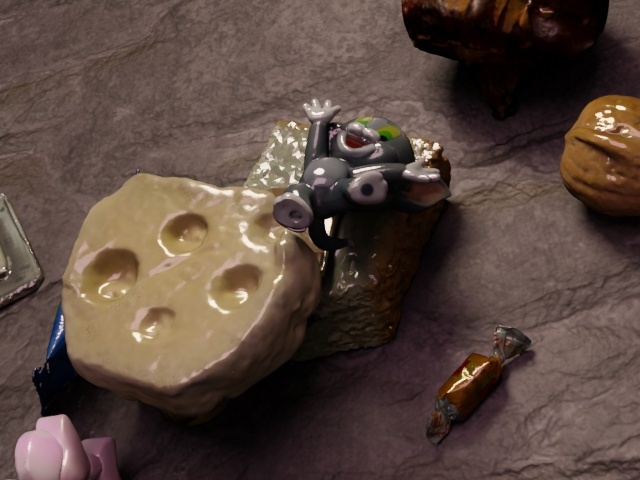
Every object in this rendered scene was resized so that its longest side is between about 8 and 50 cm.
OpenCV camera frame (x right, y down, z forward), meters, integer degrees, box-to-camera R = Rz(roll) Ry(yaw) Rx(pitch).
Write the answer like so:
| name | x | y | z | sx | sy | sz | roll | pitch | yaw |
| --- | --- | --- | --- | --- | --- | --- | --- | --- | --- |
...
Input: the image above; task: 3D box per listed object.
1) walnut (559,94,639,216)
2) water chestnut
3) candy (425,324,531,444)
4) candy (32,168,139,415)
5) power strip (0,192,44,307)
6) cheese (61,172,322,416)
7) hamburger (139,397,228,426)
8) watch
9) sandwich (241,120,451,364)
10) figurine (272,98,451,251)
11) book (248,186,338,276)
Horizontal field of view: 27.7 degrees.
| name | x | y | z | sx | sy | sz | roll | pitch | yaw |
| --- | --- | --- | --- | --- | --- | --- | --- | --- | --- |
| walnut | 0.389 | -0.106 | 1.662 | 0.167 | 0.149 | 0.166 | -3 | 82 | 21 |
| water chestnut | 0.250 | -0.314 | 1.812 | 0.300 | 0.300 | 0.300 | -10 | 52 | 13 |
| candy | 0.184 | 0.171 | 1.584 | 0.182 | 0.053 | 0.046 | -43 | 46 | -17 |
| candy | -0.308 | 0.075 | 1.754 | 0.077 | 0.187 | 0.331 | 19 | 64 | 1 |
| power strip | -0.535 | 0.026 | 1.934 | 0.198 | 0.064 | 0.213 | -30 | 50 | -6 |
| cheese | -0.163 | 0.053 | 1.566 | 0.318 | 0.115 | 0.326 | -26 | 57 | 3 |
| hamburger | -0.191 | 0.138 | 1.700 | 0.124 | 0.131 | 0.262 | 12 | 42 | -24 |
| watch | -0.356 | 0.360 | 1.553 | 0.218 | 0.211 | 0.248 | -22 | 59 | 14 |
| sandwich | 0.001 | 0.000 | 1.723 | 0.262 | 0.131 | 0.325 | 11 | 60 | 25 |
| figurine | 0.045 | -0.068 | 1.566 | 0.193 | 0.140 | 0.265 | 17 | 44 | 16 |
| book | -0.077 | -0.013 | 1.665 | 0.199 | 0.016 | 0.138 | 0 | 54 | 18 |
